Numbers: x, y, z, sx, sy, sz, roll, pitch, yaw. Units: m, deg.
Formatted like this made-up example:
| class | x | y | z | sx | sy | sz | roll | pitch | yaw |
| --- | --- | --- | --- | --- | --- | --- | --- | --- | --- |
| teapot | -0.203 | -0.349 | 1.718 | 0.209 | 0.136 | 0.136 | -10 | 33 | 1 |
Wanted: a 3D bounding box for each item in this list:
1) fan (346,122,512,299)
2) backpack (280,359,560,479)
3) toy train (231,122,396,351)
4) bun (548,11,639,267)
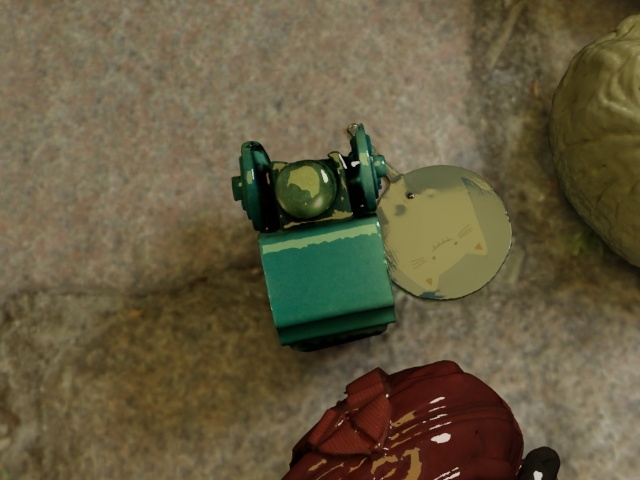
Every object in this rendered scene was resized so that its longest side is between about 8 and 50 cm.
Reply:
| class | x | y | z | sx | sy | sz | roll | pitch | yaw |
| --- | --- | --- | --- | --- | --- | --- | --- | --- | --- |
| fan | 0.077 | -0.031 | 0.883 | 0.113 | 0.005 | 0.175 | -37 | 73 | -6 |
| backpack | 0.043 | 0.162 | 0.717 | 0.229 | 0.229 | 0.139 | -33 | 70 | -5 |
| toy train | 0.000 | 0.000 | 0.790 | 0.107 | 0.198 | 0.154 | -11 | 87 | 0 |
| bun | 0.283 | -0.089 | 0.815 | 0.221 | 0.134 | 0.220 | -3 | 70 | 8 |
